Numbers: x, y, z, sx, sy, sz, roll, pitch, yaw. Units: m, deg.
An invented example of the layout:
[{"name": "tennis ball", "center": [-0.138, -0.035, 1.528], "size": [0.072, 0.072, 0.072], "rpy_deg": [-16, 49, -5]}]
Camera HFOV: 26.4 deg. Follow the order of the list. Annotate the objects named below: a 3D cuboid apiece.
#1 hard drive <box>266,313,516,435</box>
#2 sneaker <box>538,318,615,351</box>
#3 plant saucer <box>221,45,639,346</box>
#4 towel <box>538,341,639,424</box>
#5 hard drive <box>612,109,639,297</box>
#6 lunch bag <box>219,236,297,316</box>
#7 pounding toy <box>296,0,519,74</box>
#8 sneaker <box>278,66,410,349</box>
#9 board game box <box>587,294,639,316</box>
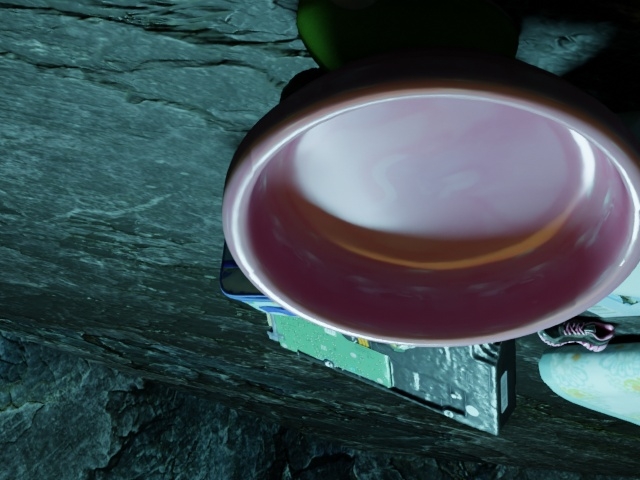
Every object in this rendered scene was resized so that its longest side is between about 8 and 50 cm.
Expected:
[{"name": "hard drive", "center": [0.075, 0.086, 1.654], "size": [0.339, 0.064, 0.236], "rpy_deg": [19, 140, 27]}, {"name": "sneaker", "center": [0.378, 0.131, 2.000], "size": [0.119, 0.047, 0.057], "rpy_deg": [7, 160, -16]}, {"name": "plant saucer", "center": [0.090, -0.037, 1.069], "size": [0.332, 0.084, 0.332], "rpy_deg": [2, 143, 1]}, {"name": "towel", "center": [0.582, 0.231, 2.150], "size": [0.375, 0.090, 0.321], "rpy_deg": [20, 159, -33]}, {"name": "hard drive", "center": [0.260, -0.024, 1.204], "size": [0.203, 0.040, 0.307], "rpy_deg": [46, 168, -14]}, {"name": "lunch bag", "center": [0.000, 0.000, 1.498], "size": [0.219, 0.176, 0.090], "rpy_deg": [3, 164, 31]}, {"name": "pounding toy", "center": [0.065, -0.134, 1.076], "size": [0.183, 0.110, 0.237], "rpy_deg": [11, 166, -3]}, {"name": "sneaker", "center": [0.057, 0.001, 1.280], "size": [0.410, 0.182, 0.158], "rpy_deg": [44, -170, -47]}, {"name": "board game box", "center": [0.343, 0.008, 1.500], "size": [0.319, 0.065, 0.318], "rpy_deg": [23, 161, -37]}]
